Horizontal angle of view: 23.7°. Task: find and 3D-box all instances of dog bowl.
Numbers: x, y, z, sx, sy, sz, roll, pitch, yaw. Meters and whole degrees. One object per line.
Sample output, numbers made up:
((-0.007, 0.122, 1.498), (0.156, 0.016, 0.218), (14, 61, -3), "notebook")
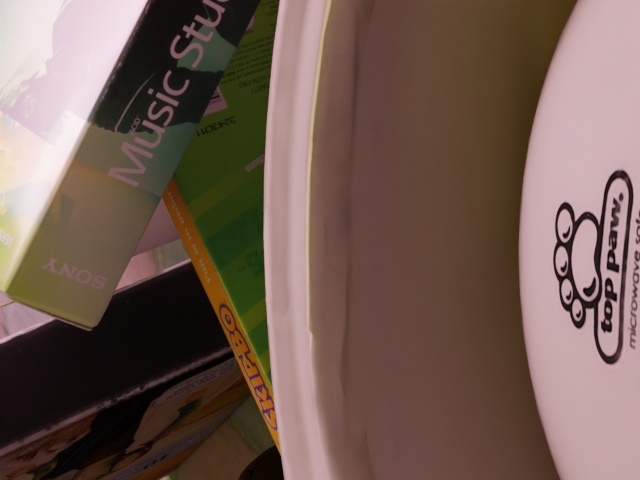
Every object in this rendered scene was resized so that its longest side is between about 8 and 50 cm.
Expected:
((0.119, 0.013, 0.427), (0.408, 0.150, 0.408), (177, 90, -69), "dog bowl")

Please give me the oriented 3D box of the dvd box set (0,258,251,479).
((-0.184, 0.138, 0.985), (0.062, 0.307, 0.420), (61, 151, 11), "dvd box set")

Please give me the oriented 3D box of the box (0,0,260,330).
((-0.105, -0.147, 0.718), (0.232, 0.058, 0.322), (30, 96, 50), "box")

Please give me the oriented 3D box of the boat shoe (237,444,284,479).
((0.049, 0.200, 0.860), (0.257, 0.095, 0.095), (36, 152, 56), "boat shoe")

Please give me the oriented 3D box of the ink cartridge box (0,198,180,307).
((-0.236, -0.126, 1.002), (0.353, 0.207, 0.119), (48, 147, 34), "ink cartridge box")

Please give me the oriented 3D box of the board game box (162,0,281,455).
((0.000, 0.000, 0.754), (0.259, 0.124, 0.039), (64, 156, 11), "board game box")
